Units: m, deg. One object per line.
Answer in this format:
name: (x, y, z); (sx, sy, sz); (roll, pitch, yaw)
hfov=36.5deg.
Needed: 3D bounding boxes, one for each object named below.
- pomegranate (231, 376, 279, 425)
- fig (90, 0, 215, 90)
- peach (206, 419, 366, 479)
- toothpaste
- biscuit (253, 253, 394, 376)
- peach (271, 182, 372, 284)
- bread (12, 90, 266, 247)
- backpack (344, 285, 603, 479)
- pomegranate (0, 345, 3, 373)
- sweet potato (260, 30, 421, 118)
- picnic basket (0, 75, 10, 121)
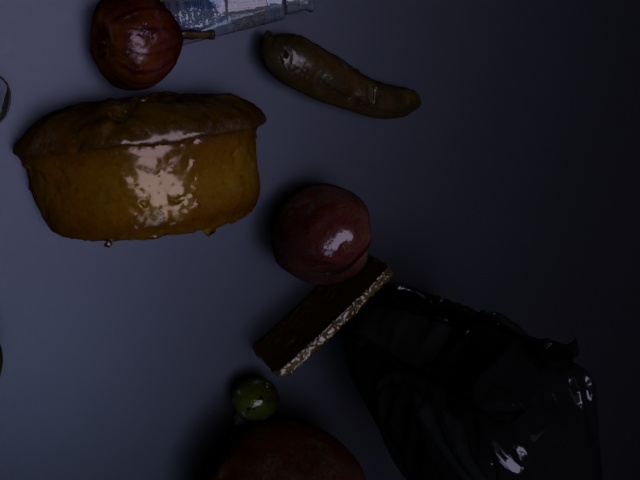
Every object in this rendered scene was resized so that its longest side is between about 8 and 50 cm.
pomegranate: (-0.098, 0.244, 1.462); (0.073, 0.073, 0.085); (-14, 145, -19)
fig: (-0.227, -0.266, 1.241); (0.150, 0.128, 0.128); (-42, 115, -7)
peach: (-0.059, 0.386, 1.421); (0.252, 0.252, 0.253); (-6, 106, -21)
toothpaste: (-0.127, -0.316, 1.312); (0.234, 0.057, 0.089); (-13, 110, -12)
biscuit: (0.004, 0.107, 1.430); (0.231, 0.131, 0.025); (-43, 112, -6)
peach: (0.000, 0.000, 1.394); (0.152, 0.152, 0.152); (-6, 106, -21)
bread: (-0.215, -0.092, 1.259); (0.340, 0.179, 0.194); (-7, 107, -21)
backpack: (0.206, 0.233, 1.370); (0.254, 0.445, 0.363); (-29, 128, -23)
pomegranate: (-0.506, 0.169, 1.226); (0.220, 0.156, 0.156); (-41, 115, 2)
sweet potato: (0.032, -0.225, 1.391); (0.273, 0.075, 0.075); (18, 96, -28)
picnic basket: (-0.429, -0.178, 1.206); (0.083, 0.072, 0.072); (13, 98, -12)
